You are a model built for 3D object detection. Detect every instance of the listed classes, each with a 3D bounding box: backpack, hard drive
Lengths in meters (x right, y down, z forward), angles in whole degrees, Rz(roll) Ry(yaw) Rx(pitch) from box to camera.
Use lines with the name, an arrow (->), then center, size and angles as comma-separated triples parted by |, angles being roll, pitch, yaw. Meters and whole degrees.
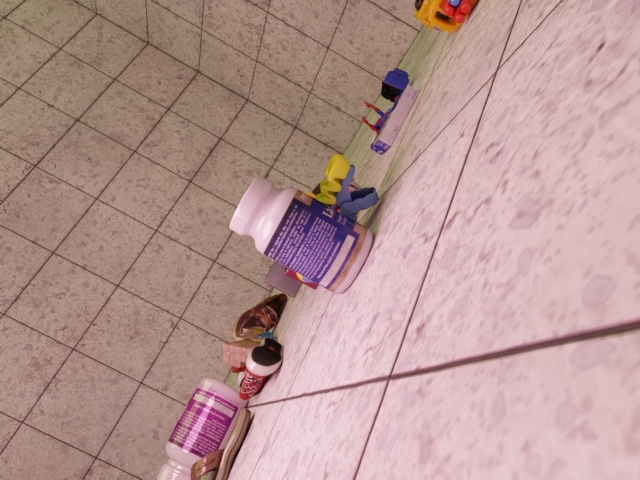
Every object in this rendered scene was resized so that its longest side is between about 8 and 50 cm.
backpack -> 0.294, -0.597, 1.777 | 0.101, 0.098, 0.120 | -57, -8, -12
hard drive -> -0.137, 0.148, 1.754 | 0.094, 0.135, 0.022 | -63, 9, -16

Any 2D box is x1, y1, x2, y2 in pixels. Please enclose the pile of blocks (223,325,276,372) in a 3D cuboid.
pile of blocks -> -0.222, 0.380, 1.547 | 0.362, 0.148, 0.113 | -5, -80, -87

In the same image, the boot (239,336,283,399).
boot -> -0.178, 0.373, 1.244 | 0.176, 0.088, 0.244 | -62, -3, 0

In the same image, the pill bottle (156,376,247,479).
pill bottle -> -0.356, 0.584, 1.372 | 0.302, 0.169, 0.169 | -64, 6, -29

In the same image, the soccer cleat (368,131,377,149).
soccer cleat -> 0.218, -0.401, 1.834 | 0.083, 0.029, 0.036 | -63, 13, 18

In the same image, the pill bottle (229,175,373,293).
pill bottle -> -0.040, -0.015, 0.935 | 0.153, 0.264, 0.153 | -60, 6, 10

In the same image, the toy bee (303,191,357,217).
toy bee -> 0.019, -0.040, 1.304 | 0.162, 0.298, 0.195 | -35, -36, -8

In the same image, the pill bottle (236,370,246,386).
pill bottle -> -0.247, 0.462, 1.532 | 0.065, 0.065, 0.116 | -62, 6, -14

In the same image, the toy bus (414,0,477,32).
toy bus -> 0.368, -0.671, 1.297 | 0.220, 0.149, 0.212 | 122, 158, -55

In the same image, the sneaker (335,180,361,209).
sneaker -> 0.074, -0.139, 1.405 | 0.111, 0.103, 0.252 | -63, 6, -6

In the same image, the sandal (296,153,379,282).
sandal -> 0.035, -0.032, 1.071 | 0.126, 0.138, 0.317 | -94, 26, -66

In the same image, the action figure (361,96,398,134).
action figure -> 0.210, -0.463, 1.673 | 0.091, 0.139, 0.280 | -60, 3, -3

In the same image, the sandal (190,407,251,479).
sandal -> -0.264, 0.547, 1.118 | 0.120, 0.086, 0.303 | -56, 7, 48

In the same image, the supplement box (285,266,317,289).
supplement box -> -0.046, 0.079, 1.402 | 0.081, 0.104, 0.188 | -62, 5, 2

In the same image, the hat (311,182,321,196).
hat -> 0.012, -0.166, 2.003 | 0.331, 0.134, 0.331 | -60, 5, 9

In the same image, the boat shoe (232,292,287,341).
boat shoe -> -0.231, 0.310, 1.850 | 0.123, 0.123, 0.342 | -34, 2, 29

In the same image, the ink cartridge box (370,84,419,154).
ink cartridge box -> 0.234, -0.379, 1.445 | 0.207, 0.046, 0.097 | -62, 6, -9
